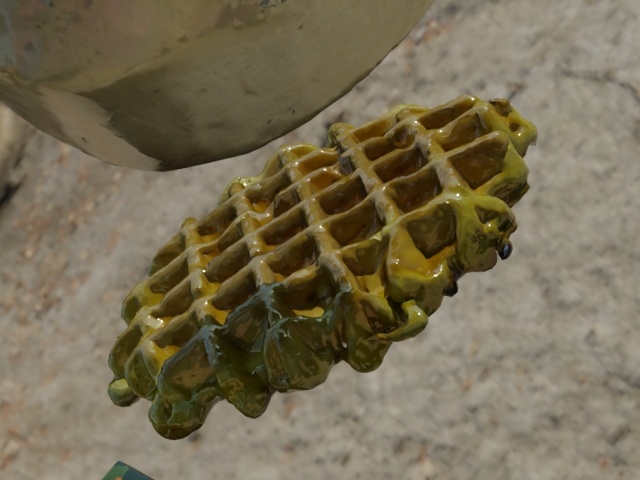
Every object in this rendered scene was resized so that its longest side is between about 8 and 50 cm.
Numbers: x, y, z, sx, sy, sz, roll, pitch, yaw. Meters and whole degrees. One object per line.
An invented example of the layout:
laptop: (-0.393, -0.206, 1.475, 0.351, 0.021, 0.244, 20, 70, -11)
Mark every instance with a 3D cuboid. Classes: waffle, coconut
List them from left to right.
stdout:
coconut: (-0.072, -0.206, 0.705, 0.352, 0.352, 0.352, -39, 29, 27)
waffle: (-0.007, 0.007, 0.967, 0.329, 0.062, 0.329, -25, 24, 12)

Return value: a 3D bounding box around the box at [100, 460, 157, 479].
box: (-0.077, 0.273, 0.986, 0.195, 0.177, 0.148, 19, 61, 44)
